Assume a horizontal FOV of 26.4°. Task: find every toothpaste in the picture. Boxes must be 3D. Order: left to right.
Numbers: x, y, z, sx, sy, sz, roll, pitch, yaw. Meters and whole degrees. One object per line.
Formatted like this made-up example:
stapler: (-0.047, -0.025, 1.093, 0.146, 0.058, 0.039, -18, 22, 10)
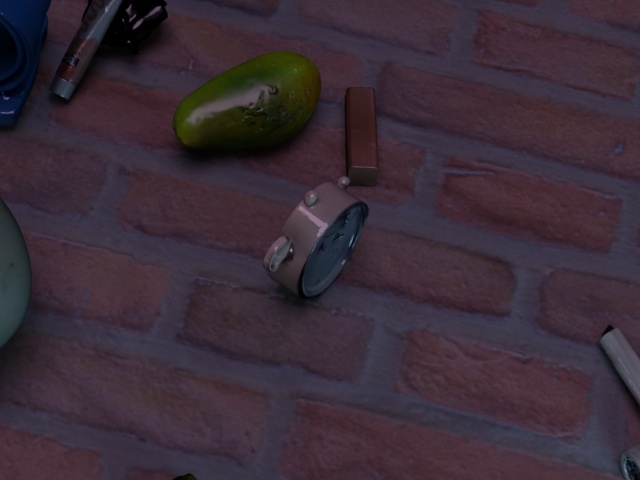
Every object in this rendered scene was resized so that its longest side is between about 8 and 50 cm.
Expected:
toothpaste: (-0.332, -0.301, 1.978, 0.056, 0.036, 0.205, 26, 89, 31)

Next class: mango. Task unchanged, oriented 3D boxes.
mango: (-0.101, -0.186, 1.930, 0.233, 0.111, 0.125, -29, 57, -22)

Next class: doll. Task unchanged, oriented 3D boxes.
doll: (-0.301, -0.371, 2.053, 0.127, 0.088, 0.248, -37, 54, 21)

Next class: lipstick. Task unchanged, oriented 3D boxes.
lipstick: (0.057, -0.150, 1.953, 0.045, 0.045, 0.145, 3, 57, -4)

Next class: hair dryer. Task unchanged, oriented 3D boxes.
hair dryer: (0.412, 0.204, 1.737, 0.131, 0.073, 0.236, -18, 58, -12)

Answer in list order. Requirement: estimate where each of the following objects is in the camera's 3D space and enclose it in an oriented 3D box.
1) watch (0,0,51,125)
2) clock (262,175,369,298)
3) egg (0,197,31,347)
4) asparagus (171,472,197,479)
watch: (-0.534, -0.319, 1.893, 0.305, 0.274, 0.241, 9, 58, -4)
clock: (0.000, 0.000, 1.790, 0.063, 0.155, 0.229, 34, 26, 16)
egg: (-0.531, 0.007, 1.684, 0.389, 0.276, 0.276, 29, 61, 17)
asparagus: (-0.111, 0.395, 1.591, 0.067, 0.060, 0.277, -23, 62, -28)
